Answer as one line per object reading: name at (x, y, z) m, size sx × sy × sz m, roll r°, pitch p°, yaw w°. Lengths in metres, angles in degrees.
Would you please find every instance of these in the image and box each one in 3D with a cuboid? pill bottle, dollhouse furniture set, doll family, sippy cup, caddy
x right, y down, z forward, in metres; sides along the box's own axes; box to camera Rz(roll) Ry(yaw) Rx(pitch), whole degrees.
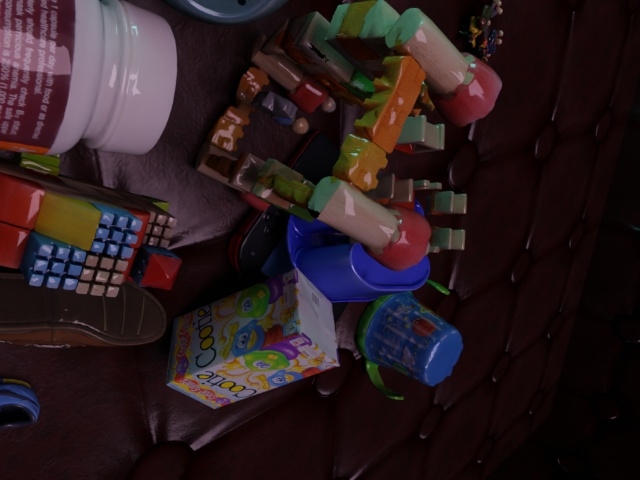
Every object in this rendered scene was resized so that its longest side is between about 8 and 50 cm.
pill bottle at (-0.378, -0.214, 0.507) m, size 0.392 × 0.224 × 0.223 m, roll 3°, pitch 106°, yaw -43°
dollhouse furniture set at (0.158, -0.096, 0.909) m, size 0.262 × 0.135 × 0.258 m, roll 4°, pitch 88°, yaw -46°
doll family at (0.404, -0.505, 1.203) m, size 0.111 × 0.076 × 0.193 m, roll -49°, pitch 137°, yaw -22°
sippy cup at (0.256, 0.276, 1.310) m, size 0.240 × 0.224 × 0.305 m, roll -25°, pitch 124°, yaw -32°
caddy at (0.078, 0.006, 0.995) m, size 0.341 × 0.179 × 0.241 m, roll 7°, pitch 76°, yaw -46°

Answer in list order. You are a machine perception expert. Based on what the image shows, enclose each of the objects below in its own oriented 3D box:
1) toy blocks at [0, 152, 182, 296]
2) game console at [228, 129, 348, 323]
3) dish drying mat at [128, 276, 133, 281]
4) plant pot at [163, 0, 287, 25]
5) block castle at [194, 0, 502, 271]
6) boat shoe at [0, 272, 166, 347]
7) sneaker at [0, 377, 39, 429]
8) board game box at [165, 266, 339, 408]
toy blocks at (-0.331, -0.019, 0.610) m, size 0.382 × 0.261 × 0.190 m, roll 16°, pitch 97°, yaw -46°
game console at (0.000, 0.000, 1.069) m, size 0.342 × 0.060 × 0.386 m, roll -54°, pitch 135°, yaw -10°
dish drying mat at (-0.363, 0.079, 0.806) m, size 0.083 × 0.008 × 0.032 m, roll -33°, pitch 127°, yaw -27°
plant pot at (-0.122, -0.387, 0.580) m, size 0.291 × 0.195 × 0.290 m, roll -7°, pitch 148°, yaw -5°
block castle at (0.018, -0.162, 0.740) m, size 0.213 × 0.453 × 0.302 m, roll 26°, pitch 89°, yaw -39°
boat shoe at (-0.391, 0.111, 0.733) m, size 0.307 × 0.105 × 0.110 m, roll 25°, pitch 51°, yaw -49°
sneaker at (-0.521, 0.243, 0.684) m, size 0.209 × 0.082 × 0.069 m, roll 18°, pitch 98°, yaw -44°
board game box at (-0.124, 0.187, 0.876) m, size 0.275 × 0.142 × 0.144 m, roll -24°, pitch 136°, yaw 18°
